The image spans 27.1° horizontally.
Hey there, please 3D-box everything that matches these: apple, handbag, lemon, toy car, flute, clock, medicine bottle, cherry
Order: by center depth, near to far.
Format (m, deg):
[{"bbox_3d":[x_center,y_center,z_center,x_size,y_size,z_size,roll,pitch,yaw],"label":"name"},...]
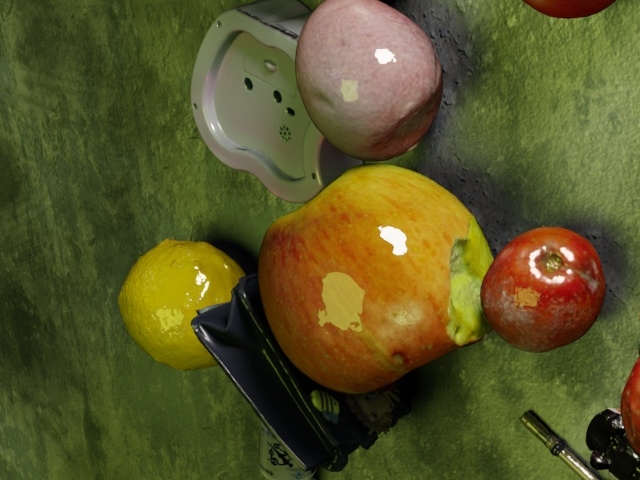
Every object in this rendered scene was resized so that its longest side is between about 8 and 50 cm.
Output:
[{"bbox_3d":[0.461,0.302,1.791,0.210,0.108,0.089,41,136,33],"label":"toy car"},{"bbox_3d":[0.056,-0.233,1.885,0.239,0.239,0.206,34,88,33],"label":"cherry"},{"bbox_3d":[0.080,0.051,1.912,0.340,0.340,0.339,22,123,40],"label":"apple"},{"bbox_3d":[0.379,0.335,1.951,0.233,0.027,0.027,43,134,25],"label":"flute"},{"bbox_3d":[-0.011,0.196,2.096,0.122,0.303,0.329,-42,76,23],"label":"handbag"},{"bbox_3d":[-0.068,-0.217,2.127,0.338,0.102,0.338,23,124,40],"label":"clock"},{"bbox_3d":[-0.237,0.116,2.369,0.288,0.233,0.233,16,119,52],"label":"lemon"},{"bbox_3d":[-0.057,0.367,2.376,0.107,0.107,0.191,25,124,39],"label":"medicine bottle"}]

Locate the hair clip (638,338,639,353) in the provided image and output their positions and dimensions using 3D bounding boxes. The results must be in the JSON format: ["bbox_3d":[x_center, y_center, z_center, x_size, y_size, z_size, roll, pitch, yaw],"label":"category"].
[{"bbox_3d":[0.500,0.218,1.757,0.229,0.036,0.066,58,135,20],"label":"hair clip"}]

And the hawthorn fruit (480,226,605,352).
[{"bbox_3d":[0.308,0.064,1.801,0.173,0.173,0.172,22,123,40],"label":"hawthorn fruit"}]

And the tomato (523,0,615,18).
[{"bbox_3d":[0.303,-0.365,1.628,0.195,0.136,0.195,23,124,39],"label":"tomato"}]

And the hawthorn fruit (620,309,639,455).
[{"bbox_3d":[0.496,0.214,1.609,0.262,0.258,0.258,12,120,13],"label":"hawthorn fruit"}]
